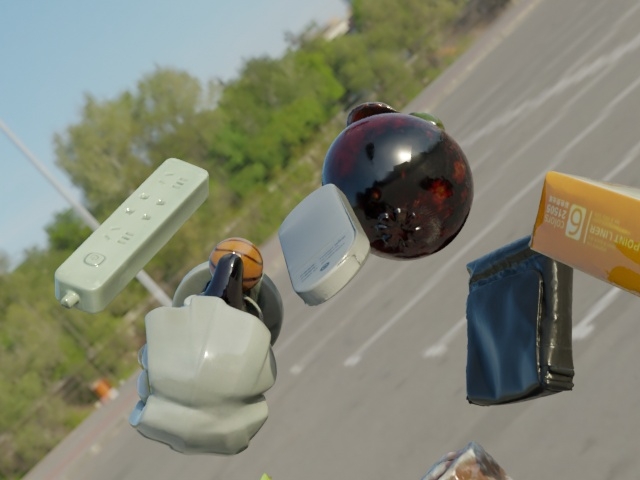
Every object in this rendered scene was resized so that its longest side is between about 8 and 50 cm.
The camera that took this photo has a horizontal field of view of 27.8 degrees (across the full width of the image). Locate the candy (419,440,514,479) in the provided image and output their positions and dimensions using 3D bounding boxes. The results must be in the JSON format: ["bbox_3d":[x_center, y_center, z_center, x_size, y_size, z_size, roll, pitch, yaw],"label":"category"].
[{"bbox_3d":[0.182,0.438,1.930,0.289,0.157,0.214,-56,-18,26],"label":"candy"}]

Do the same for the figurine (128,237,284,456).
[{"bbox_3d":[-0.101,0.100,1.235,0.236,0.133,0.176,-75,-5,-68],"label":"figurine"}]

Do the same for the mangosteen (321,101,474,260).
[{"bbox_3d":[0.090,-0.075,1.484,0.200,0.200,0.200,-42,4,4],"label":"mangosteen"}]

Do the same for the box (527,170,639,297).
[{"bbox_3d":[0.357,0.014,1.198,0.274,0.221,0.091,-149,70,-65],"label":"box"}]

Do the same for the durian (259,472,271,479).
[{"bbox_3d":[0.004,0.406,1.612,0.157,0.169,0.355,-57,16,-9],"label":"durian"}]

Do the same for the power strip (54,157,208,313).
[{"bbox_3d":[-0.315,-0.009,2.159,0.385,0.091,0.062,-52,-24,-44],"label":"power strip"}]

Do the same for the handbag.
[{"bbox_3d":[0.282,0.116,1.802,0.247,0.080,0.223,147,126,-66],"label":"handbag"}]

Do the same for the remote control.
[{"bbox_3d":[0.000,0.000,1.167,0.077,0.022,0.245,-44,16,6],"label":"remote control"}]
